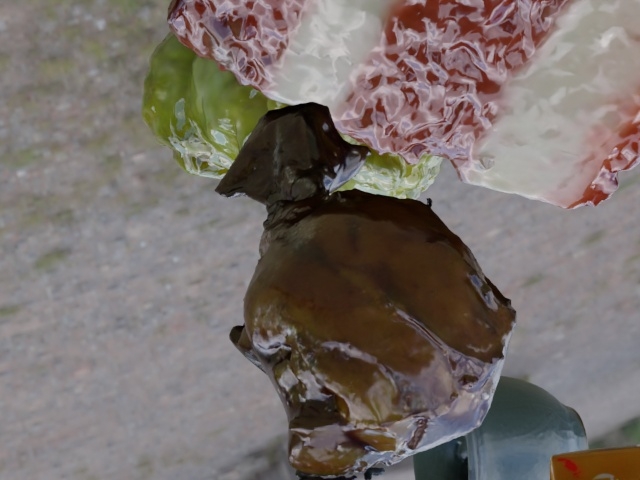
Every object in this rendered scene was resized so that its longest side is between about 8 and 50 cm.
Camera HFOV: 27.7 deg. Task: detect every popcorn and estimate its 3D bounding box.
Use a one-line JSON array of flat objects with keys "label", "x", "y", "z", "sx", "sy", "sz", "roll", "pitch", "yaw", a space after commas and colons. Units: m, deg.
[{"label": "popcorn", "x": -0.002, "y": -0.109, "z": 1.113, "sx": 0.225, "sy": 0.173, "sz": 0.286, "roll": 31, "pitch": 159, "yaw": -38}]

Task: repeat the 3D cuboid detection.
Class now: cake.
[{"label": "cake", "x": 0.107, "y": -0.218, "z": 0.840, "sx": 0.319, "sy": 0.270, "sz": 0.269, "roll": 26, "pitch": 137, "yaw": -3}]

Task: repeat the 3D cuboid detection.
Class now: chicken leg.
[{"label": "chicken leg", "x": 0.000, "y": 0.000, "z": 0.618, "sx": 0.113, "sy": 0.304, "sz": 0.093, "roll": -17, "pitch": 117, "yaw": -6}]

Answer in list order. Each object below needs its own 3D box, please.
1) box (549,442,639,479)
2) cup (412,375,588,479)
[{"label": "box", "x": 0.240, "y": 0.324, "z": 1.014, "sx": 0.091, "sy": 0.274, "sz": 0.220, "roll": -6, "pitch": 144, "yaw": 6}, {"label": "cup", "x": 0.191, "y": 0.215, "z": 1.336, "sx": 0.150, "sy": 0.199, "sz": 0.199, "roll": -2, "pitch": 157, "yaw": -13}]
